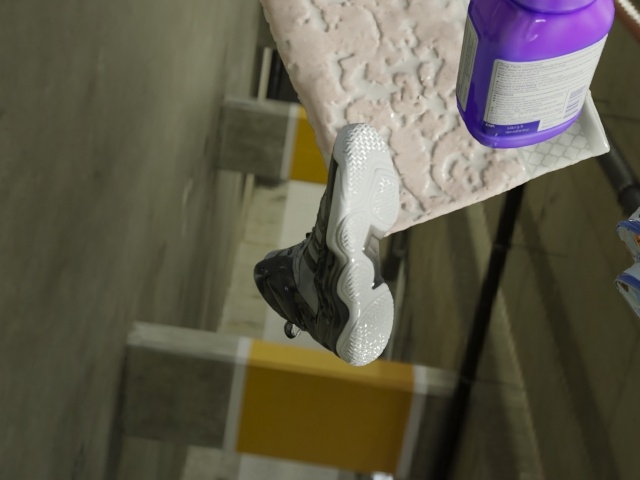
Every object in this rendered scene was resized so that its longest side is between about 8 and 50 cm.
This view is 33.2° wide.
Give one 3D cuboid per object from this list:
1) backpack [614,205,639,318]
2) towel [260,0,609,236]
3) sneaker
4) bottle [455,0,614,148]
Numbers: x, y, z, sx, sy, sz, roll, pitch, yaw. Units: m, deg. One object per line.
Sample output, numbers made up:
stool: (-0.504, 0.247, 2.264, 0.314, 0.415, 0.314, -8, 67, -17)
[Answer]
backpack: (0.505, 0.050, 1.379, 0.276, 0.213, 0.263, 54, 3, -42)
towel: (0.127, -0.194, 1.206, 0.053, 0.317, 0.332, -62, 132, -73)
sneaker: (0.000, 0.000, 1.198, 0.101, 0.153, 0.269, -16, 110, -49)
bottle: (0.180, -0.183, 0.890, 0.283, 0.118, 0.092, 85, -11, -64)
